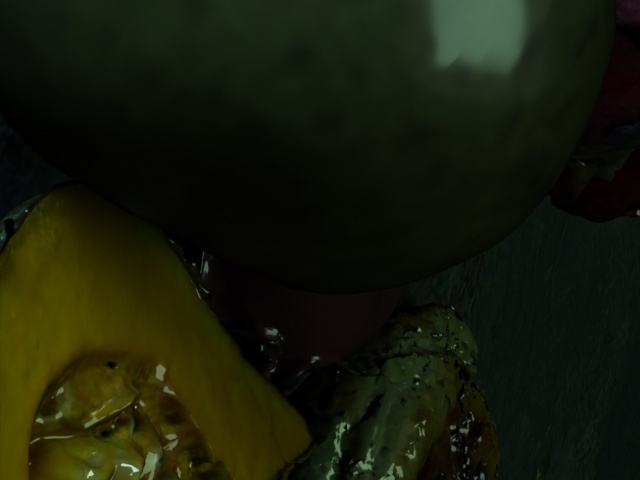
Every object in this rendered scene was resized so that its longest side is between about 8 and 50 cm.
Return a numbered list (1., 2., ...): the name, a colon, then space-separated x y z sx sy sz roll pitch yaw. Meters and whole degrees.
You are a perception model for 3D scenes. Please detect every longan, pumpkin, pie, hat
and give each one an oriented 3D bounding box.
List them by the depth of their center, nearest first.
1. longan: -0.013 -0.101 0.582 0.215 0.246 0.246 116 -4 -70
2. pumpkin: -0.103 0.052 0.639 0.278 0.111 0.163 -31 116 -65
3. hat: 0.000 0.000 0.842 0.205 0.089 0.205 -45 143 -50
4. pie: 0.039 0.175 1.036 0.308 0.085 0.308 -44 141 -51

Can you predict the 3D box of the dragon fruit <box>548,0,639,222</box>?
1. dragon fruit: 0.149 -0.172 0.793 0.329 0.329 0.329 -45 142 -52
